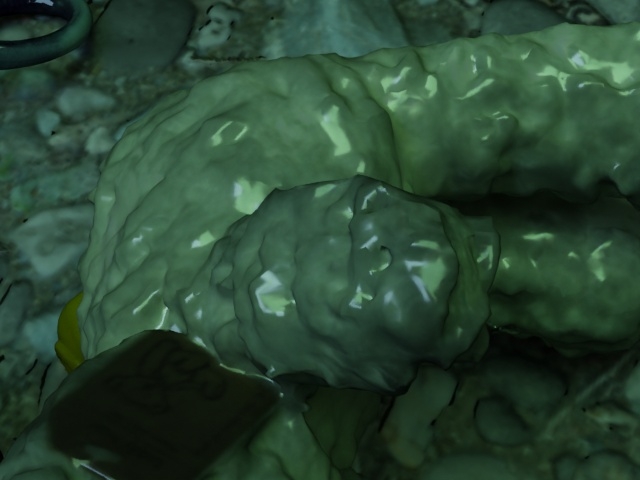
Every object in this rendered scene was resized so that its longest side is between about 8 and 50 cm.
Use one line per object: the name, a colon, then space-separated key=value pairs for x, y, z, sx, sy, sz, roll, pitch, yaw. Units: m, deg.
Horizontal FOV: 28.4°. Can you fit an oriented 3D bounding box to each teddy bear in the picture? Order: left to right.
teddy bear: x=0.025 y=0.105 z=0.502 sx=0.375 sy=0.327 sz=0.362 roll=1 pitch=51 yaw=-9

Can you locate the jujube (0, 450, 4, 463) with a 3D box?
jujube: x=-0.298 y=0.122 z=0.598 sx=0.318 sy=0.223 sz=0.223 roll=21 pitch=65 yaw=22

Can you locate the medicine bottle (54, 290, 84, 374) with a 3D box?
medicine bottle: x=0.000 y=0.000 z=0.706 sx=0.309 sy=0.076 sz=0.111 roll=-37 pitch=81 yaw=-15

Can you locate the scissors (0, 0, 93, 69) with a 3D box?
scissors: x=-0.306 y=-0.080 z=0.700 sx=0.256 sy=0.029 sz=0.383 roll=13 pitch=35 yaw=9
